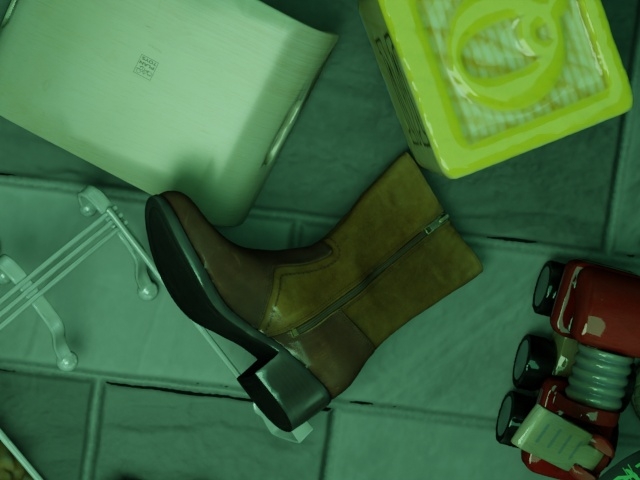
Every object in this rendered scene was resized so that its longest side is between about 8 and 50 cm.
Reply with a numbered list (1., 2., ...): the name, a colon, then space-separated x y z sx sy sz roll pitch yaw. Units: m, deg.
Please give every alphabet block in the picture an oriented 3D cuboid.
1. alphabet block: 0.158 -0.182 1.290 0.192 0.197 0.193 -23 97 0

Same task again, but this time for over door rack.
1. over door rack: -0.207 0.144 1.308 0.239 0.108 0.324 -43 95 -22

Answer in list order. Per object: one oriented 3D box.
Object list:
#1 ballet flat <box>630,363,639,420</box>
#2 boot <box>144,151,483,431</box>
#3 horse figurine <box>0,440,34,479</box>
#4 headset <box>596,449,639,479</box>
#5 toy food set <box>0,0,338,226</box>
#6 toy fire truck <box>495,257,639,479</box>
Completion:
1. ballet flat: 0.421 0.218 1.417 0.084 0.058 0.250 -45 97 1
2. boot: 0.000 0.000 1.307 0.280 0.096 0.264 -40 94 -24
3. horse figurine: -0.368 0.197 1.335 0.263 0.174 0.066 39 100 7
4. headset: 0.338 0.383 1.346 0.243 0.185 0.394 -15 125 -23
5. toy food set: -0.165 -0.176 1.338 0.306 0.092 0.220 27 105 -4
6. toy fire truck: 0.249 0.133 1.304 0.158 0.246 0.217 15 95 -5
